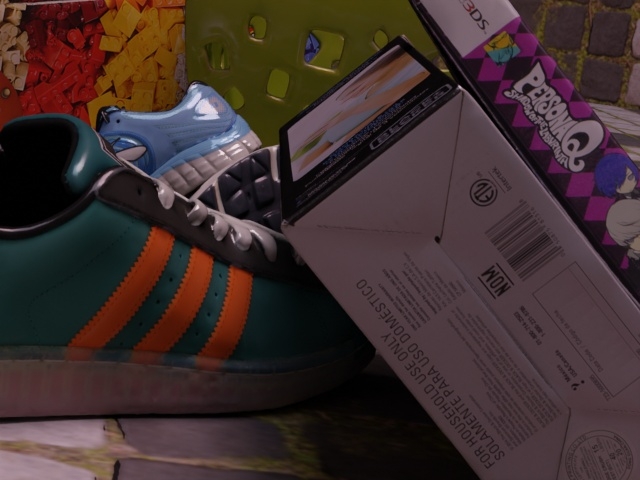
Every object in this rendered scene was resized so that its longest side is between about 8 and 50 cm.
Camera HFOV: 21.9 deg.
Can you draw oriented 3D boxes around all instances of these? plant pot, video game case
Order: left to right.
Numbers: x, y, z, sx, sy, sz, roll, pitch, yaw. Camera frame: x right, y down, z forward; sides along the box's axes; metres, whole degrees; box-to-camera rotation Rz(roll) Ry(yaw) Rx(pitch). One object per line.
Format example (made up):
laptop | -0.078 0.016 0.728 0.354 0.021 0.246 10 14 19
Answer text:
plant pot | 0.011 -0.111 1.232 0.227 0.207 0.228 10 10 2
video game case | 0.134 -0.031 0.860 0.210 0.042 0.232 55 5 16

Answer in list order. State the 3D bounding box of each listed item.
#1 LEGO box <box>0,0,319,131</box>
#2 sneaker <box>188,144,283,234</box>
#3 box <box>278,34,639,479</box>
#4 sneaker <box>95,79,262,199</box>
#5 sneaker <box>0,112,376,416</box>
LEGO box | -0.289 -0.214 1.503 0.372 0.193 0.500 6 10 -45
sneaker | 0.000 0.000 0.991 0.122 0.110 0.283 -23 -4 43
box | 0.064 0.005 0.750 0.169 0.087 0.290 51 6 -10
sneaker | -0.118 -0.038 0.951 0.162 0.073 0.063 -29 -9 -12
sneaker | -0.085 0.007 0.743 0.302 0.121 0.108 0 14 -41
